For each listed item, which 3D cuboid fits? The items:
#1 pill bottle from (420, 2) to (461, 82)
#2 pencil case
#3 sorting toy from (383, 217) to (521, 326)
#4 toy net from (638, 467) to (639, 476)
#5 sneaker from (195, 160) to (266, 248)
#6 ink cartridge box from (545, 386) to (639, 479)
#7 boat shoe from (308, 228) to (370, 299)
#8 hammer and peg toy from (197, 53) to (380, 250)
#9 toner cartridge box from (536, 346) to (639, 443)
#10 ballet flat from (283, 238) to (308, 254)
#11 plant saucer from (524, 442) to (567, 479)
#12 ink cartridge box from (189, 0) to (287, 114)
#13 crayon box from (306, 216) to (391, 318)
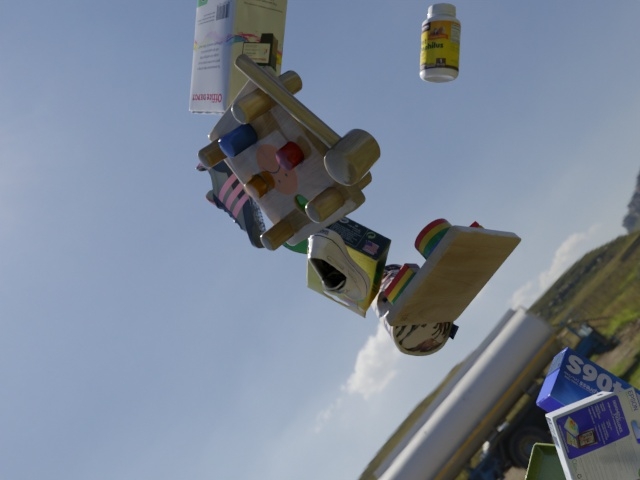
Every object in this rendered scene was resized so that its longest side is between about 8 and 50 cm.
[{"bbox_3d":[0.364,-0.596,1.816,0.117,0.117,0.215,4,-92,-60],"label":"pill bottle"},{"bbox_3d":[0.240,0.173,1.635,0.183,0.160,0.410,-42,10,3],"label":"pencil case"},{"bbox_3d":[0.269,0.060,1.299,0.257,0.089,0.255,5,-53,-45],"label":"sorting toy"},{"bbox_3d":[0.759,0.494,1.232,0.232,0.045,0.122,36,-77,-26],"label":"toy net"},{"bbox_3d":[-0.252,-0.107,1.718,0.131,0.319,0.112,-23,-12,4],"label":"sneaker"},{"bbox_3d":[0.638,0.455,1.353,0.208,0.206,0.045,-18,1,-5],"label":"ink cartridge box"},{"bbox_3d":[0.042,0.080,1.385,0.267,0.096,0.088,62,-141,-50],"label":"boat shoe"},{"bbox_3d":[-0.044,-0.143,0.940,0.127,0.266,0.361,-40,5,-31],"label":"hammer and peg toy"},{"bbox_3d":[0.742,0.437,1.519,0.165,0.348,0.075,-52,-11,-33],"label":"toner cartridge box"},{"bbox_3d":[0.000,0.000,1.816,0.087,0.247,0.083,-48,-38,-79],"label":"ballet flat"},{"bbox_3d":[0.761,0.758,1.938,0.188,0.045,0.188,-19,36,53],"label":"plant saucer"},{"bbox_3d":[-0.168,-0.389,1.207,0.117,0.201,0.278,0,-79,-33],"label":"ink cartridge box"},{"bbox_3d":[0.065,0.065,1.593,0.081,0.202,0.318,-53,-17,-30],"label":"crayon box"}]
